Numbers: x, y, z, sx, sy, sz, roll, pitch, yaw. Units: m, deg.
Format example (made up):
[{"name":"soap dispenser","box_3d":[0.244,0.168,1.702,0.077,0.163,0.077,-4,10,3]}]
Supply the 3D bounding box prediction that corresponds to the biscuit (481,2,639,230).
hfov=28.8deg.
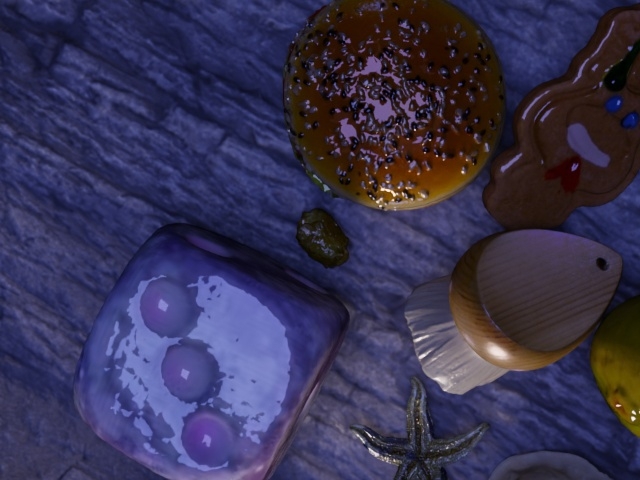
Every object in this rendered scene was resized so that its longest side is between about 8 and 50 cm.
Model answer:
[{"name":"biscuit","box_3d":[0.343,-0.140,1.566,0.334,0.047,0.202,-45,121,7]}]

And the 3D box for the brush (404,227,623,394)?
[{"name":"brush","box_3d":[0.257,0.083,1.589,0.266,0.166,0.174,-15,74,-31]}]

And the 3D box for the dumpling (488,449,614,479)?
[{"name":"dumpling","box_3d":[0.284,0.344,1.627,0.181,0.111,0.155,-18,50,-26]}]

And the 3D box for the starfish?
[{"name":"starfish","box_3d":[0.147,0.285,1.662,0.176,0.053,0.208,-21,88,11]}]

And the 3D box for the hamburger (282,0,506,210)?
[{"name":"hamburger","box_3d":[0.088,-0.178,1.587,0.300,0.176,0.300,0,92,7]}]

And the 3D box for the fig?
[{"name":"fig","box_3d":[0.456,0.155,1.547,0.230,0.207,0.207,-10,92,-30]}]

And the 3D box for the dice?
[{"name":"dice","box_3d":[-0.135,0.147,1.588,0.271,0.270,0.270,27,96,6]}]

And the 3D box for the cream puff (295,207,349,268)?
[{"name":"cream puff","box_3d":[0.000,0.000,1.664,0.083,0.083,0.058,32,129,-33]}]
